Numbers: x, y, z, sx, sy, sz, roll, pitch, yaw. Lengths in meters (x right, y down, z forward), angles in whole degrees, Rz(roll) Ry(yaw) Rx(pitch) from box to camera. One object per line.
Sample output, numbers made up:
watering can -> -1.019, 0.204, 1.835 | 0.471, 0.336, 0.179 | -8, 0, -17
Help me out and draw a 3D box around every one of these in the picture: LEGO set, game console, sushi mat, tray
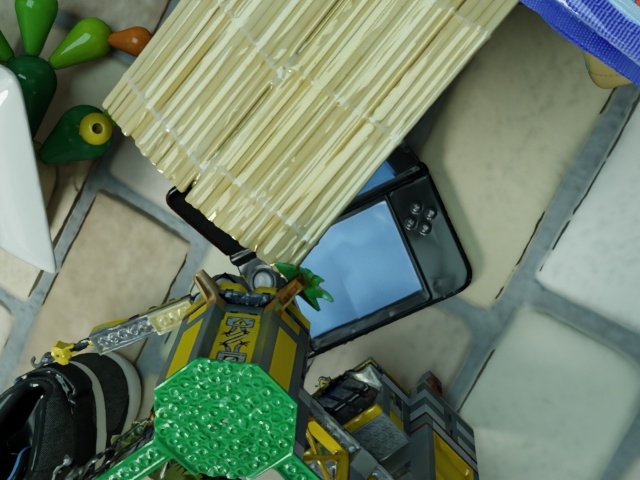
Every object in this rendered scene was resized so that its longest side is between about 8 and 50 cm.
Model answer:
LEGO set -> -0.064, 0.144, 0.531 | 0.255, 0.192, 0.331 | 38, 113, -14
game console -> 0.000, 0.000, 0.580 | 0.144, 0.085, 0.124 | -26, 80, 18
sushi mat -> 0.027, -0.143, 0.477 | 0.151, 0.019, 0.316 | 44, 103, 16
tray -> -0.279, -0.081, 0.643 | 0.270, 0.030, 0.145 | 27, 132, 33

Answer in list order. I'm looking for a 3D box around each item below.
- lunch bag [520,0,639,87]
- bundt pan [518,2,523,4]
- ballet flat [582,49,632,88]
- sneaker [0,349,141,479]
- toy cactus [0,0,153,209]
lunch bag -> 0.132, -0.194, 0.355 | 0.293, 0.138, 0.221 | 43, 104, 17
bundt pan -> 0.049, -0.259, 0.547 | 0.330, 0.124, 0.331 | 0, 89, 20
ballet flat -> 0.253, -0.115, 0.500 | 0.232, 0.080, 0.073 | 1, 127, 11
sneaker -> -0.195, 0.180, 0.629 | 0.079, 0.121, 0.217 | 14, 94, 21
toy cactus -> -0.205, -0.085, 0.658 | 0.218, 0.112, 0.181 | 13, 103, 11
